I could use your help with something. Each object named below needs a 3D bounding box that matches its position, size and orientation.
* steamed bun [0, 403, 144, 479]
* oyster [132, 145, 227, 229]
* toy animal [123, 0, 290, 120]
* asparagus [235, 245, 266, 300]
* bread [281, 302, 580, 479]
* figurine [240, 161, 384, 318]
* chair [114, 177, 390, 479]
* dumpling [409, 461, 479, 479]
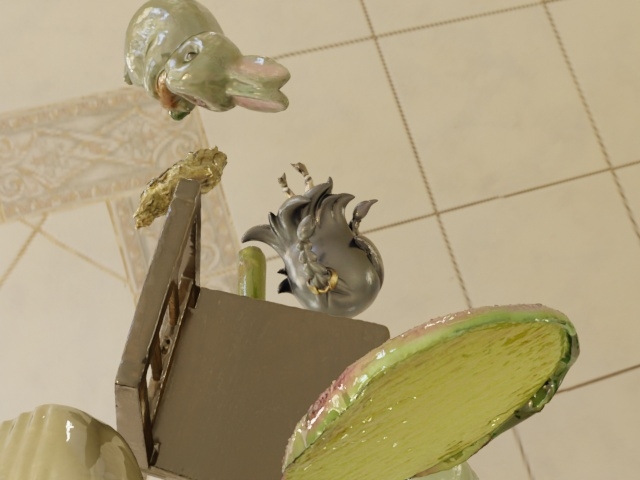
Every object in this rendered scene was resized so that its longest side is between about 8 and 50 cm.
[{"bbox_3d":[-0.275,0.287,0.596,0.383,0.247,0.236,-20,111,-8],"label":"steamed bun"},{"bbox_3d":[-0.201,-0.075,1.340,0.166,0.108,0.053,-32,85,6],"label":"oyster"},{"bbox_3d":[-0.134,-0.199,1.051,0.125,0.251,0.127,-38,127,-19],"label":"toy animal"},{"bbox_3d":[-0.128,0.136,1.688,0.060,0.067,0.277,16,50,-25],"label":"asparagus"},{"bbox_3d":[0.076,0.113,0.649,0.228,0.228,0.033,-17,56,-15],"label":"bread"},{"bbox_3d":[0.000,0.015,1.603,0.265,0.175,0.197,44,50,-16],"label":"figurine"},{"bbox_3d":[-0.051,0.144,0.860,0.241,0.416,0.203,16,62,-5],"label":"chair"},{"bbox_3d":[0.105,0.398,1.452,0.321,0.212,0.270,8,95,19],"label":"dumpling"}]
